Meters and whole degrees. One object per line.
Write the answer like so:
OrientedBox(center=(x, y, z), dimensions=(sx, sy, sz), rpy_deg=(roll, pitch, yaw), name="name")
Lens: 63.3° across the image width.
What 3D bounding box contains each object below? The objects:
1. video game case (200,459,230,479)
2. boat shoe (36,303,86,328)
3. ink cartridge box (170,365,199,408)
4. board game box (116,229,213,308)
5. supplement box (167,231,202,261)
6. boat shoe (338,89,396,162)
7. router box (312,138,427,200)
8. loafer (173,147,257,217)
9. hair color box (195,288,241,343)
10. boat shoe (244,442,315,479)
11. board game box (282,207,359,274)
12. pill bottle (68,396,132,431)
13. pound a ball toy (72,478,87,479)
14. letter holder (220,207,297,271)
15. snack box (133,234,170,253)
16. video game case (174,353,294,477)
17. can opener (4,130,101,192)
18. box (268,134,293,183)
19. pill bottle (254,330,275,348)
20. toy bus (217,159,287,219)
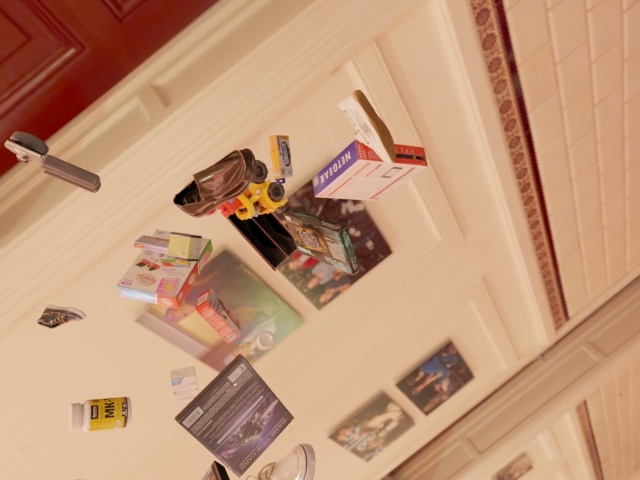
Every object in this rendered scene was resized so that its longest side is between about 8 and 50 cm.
OrientedBox(center=(-0.259, 0.595, 1.033), dimensions=(0.035, 0.248, 0.275), rpy_deg=(39, 164, -11), name="video game case")
OrientedBox(center=(-0.989, 0.301, 1.987), dimensions=(0.065, 0.184, 0.083), rpy_deg=(74, -153, -45), name="boat shoe")
OrientedBox(center=(-0.585, 0.637, 2.254), dimensions=(0.060, 0.104, 0.180), rpy_deg=(-120, 26, -54), name="ink cartridge box")
OrientedBox(center=(-0.588, 0.101, 1.993), dimensions=(0.064, 0.243, 0.316), rpy_deg=(89, -164, -44), name="board game box")
OrientedBox(center=(-0.425, 0.020, 1.626), dimensions=(0.083, 0.083, 0.056), rpy_deg=(8, -179, 28), name="supplement box")
OrientedBox(center=(0.156, -0.366, 1.727), dimensions=(0.277, 0.096, 0.098), rpy_deg=(54, -144, -25), name="boat shoe")
OrientedBox(center=(0.178, -0.253, 1.950), dimensions=(0.335, 0.301, 0.082), rpy_deg=(-33, 60, 56), name="router box")
OrientedBox(center=(-0.222, -0.114, 1.077), dimensions=(0.078, 0.220, 0.080), rpy_deg=(3, -124, -58), name="loafer")
OrientedBox(center=(-0.335, 0.250, 1.718), dimensions=(0.167, 0.053, 0.093), rpy_deg=(53, -170, -24), name="hair color box")
OrientedBox(center=(-0.153, 0.752, 1.584), dimensions=(0.157, 0.367, 0.135), rpy_deg=(15, -149, -29), name="boat shoe")
OrientedBox(center=(0.000, 0.000, 1.187), dimensions=(0.186, 0.026, 0.126), rpy_deg=(21, 142, 42), name="board game box")
OrientedBox(center=(-0.830, 0.656, 1.958), dimensions=(0.209, 0.119, 0.119), rpy_deg=(4, -150, -31), name="pill bottle")
OrientedBox(center=(-0.723, 0.784, 1.377), dimensions=(0.208, 0.136, 0.318), rpy_deg=(-5, -104, -44), name="pound a ball toy")
OrientedBox(center=(-0.223, -0.042, 1.993), dimensions=(0.302, 0.152, 0.214), rpy_deg=(48, 178, -4), name="letter holder")
OrientedBox(center=(-0.544, 0.016, 1.779), dimensions=(0.064, 0.179, 0.022), rpy_deg=(-60, -23, -61), name="snack box")
OrientedBox(center=(-0.191, 0.419, 1.226), dimensions=(0.026, 0.196, 0.274), rpy_deg=(24, 151, 47), name="video game case")
OrientedBox(center=(-0.785, -0.241, 1.545), dimensions=(0.284, 0.095, 0.076), rpy_deg=(23, 158, -11), name="can opener")
OrientedBox(center=(-0.110, -0.229, 1.473), dimensions=(0.081, 0.028, 0.136), rpy_deg=(-24, -73, -66), name="box")
OrientedBox(center=(-0.136, 0.243, 1.262), dimensions=(0.043, 0.043, 0.083), rpy_deg=(52, 162, 5), name="pill bottle")
OrientedBox(center=(-0.248, -0.144, 1.723), dimensions=(0.150, 0.211, 0.220), rpy_deg=(-5, 134, 50), name="toy bus")
